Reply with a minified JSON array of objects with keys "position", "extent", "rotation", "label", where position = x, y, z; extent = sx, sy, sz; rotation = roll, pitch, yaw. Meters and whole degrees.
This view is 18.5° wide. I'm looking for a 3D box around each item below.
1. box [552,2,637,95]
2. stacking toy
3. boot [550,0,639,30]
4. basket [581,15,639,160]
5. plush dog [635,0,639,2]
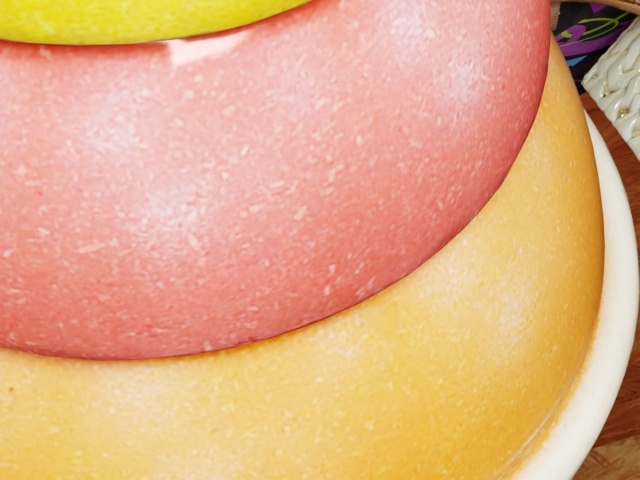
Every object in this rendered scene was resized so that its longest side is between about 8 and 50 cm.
[{"position":[0.150,-0.117,1.213],"extent":[0.162,0.029,0.116],"rotation":[-29,162,34],"label":"box"},{"position":[-0.062,-0.124,0.581],"extent":[0.350,0.351,0.480],"rotation":[-16,140,-12],"label":"stacking toy"},{"position":[0.165,-0.168,0.987],"extent":[0.197,0.073,0.152],"rotation":[-20,160,-6],"label":"boot"},{"position":[0.251,-0.107,1.148],"extent":[0.167,0.103,0.113],"rotation":[-48,152,22],"label":"basket"},{"position":[0.141,-0.233,0.619],"extent":[0.262,0.210,0.225],"rotation":[-43,170,-46],"label":"plush dog"}]
